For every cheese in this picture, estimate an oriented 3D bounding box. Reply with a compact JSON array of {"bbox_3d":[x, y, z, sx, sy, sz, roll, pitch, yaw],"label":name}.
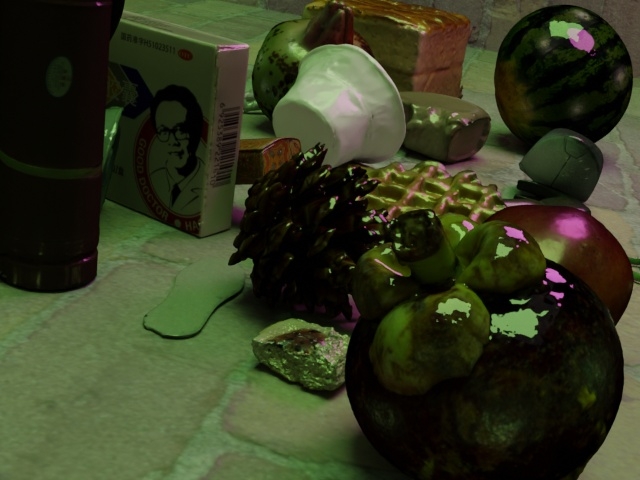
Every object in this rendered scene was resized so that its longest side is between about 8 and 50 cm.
[{"bbox_3d":[0.179,-0.195,1.576,0.202,0.091,0.175,18,22,28],"label":"cheese"}]

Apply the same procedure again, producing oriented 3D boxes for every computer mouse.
[{"bbox_3d":[0.343,-0.096,1.361,0.113,0.068,0.229,33,-7,10],"label":"computer mouse"}]

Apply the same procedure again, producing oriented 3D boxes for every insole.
[{"bbox_3d":[-0.113,0.050,0.884,0.065,0.004,0.197,12,20,6],"label":"insole"}]

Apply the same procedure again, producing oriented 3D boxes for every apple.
[{"bbox_3d":[0.200,0.041,0.854,0.156,0.147,0.158,34,24,4],"label":"apple"}]

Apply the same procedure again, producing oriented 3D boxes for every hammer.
[{"bbox_3d":[0.143,-0.050,1.223,0.440,0.044,0.168,4,21,-15],"label":"hammer"}]

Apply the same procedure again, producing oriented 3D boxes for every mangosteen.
[{"bbox_3d":[0.102,0.063,0.634,0.192,0.217,0.192,-14,30,9],"label":"mangosteen"}]

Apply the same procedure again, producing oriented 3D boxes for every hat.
[{"bbox_3d":[0.012,-0.176,1.362,0.203,0.203,0.126,21,41,30],"label":"hat"}]

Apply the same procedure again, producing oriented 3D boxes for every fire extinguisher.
[{"bbox_3d":[-0.249,-0.131,0.825,0.141,0.341,0.105,5,19,-6],"label":"fire extinguisher"}]

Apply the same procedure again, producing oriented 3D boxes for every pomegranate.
[{"bbox_3d":[0.002,-0.294,1.530,0.214,0.248,0.214,10,49,-12],"label":"pomegranate"}]

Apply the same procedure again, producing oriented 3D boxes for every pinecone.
[{"bbox_3d":[0.000,0.000,0.876,0.173,0.173,0.173,8,20,-3],"label":"pinecone"}]

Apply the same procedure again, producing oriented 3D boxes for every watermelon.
[{"bbox_3d":[0.435,-0.290,1.697,0.269,0.269,0.269,8,20,-3],"label":"watermelon"}]

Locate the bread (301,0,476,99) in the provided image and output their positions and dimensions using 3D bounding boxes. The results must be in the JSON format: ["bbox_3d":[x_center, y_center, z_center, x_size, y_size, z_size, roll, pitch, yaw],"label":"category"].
[{"bbox_3d":[0.119,-0.356,1.822,0.279,0.207,0.279,21,24,25],"label":"bread"}]

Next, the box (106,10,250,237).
[{"bbox_3d":[-0.244,-0.159,1.099,0.353,0.214,0.069,20,24,29],"label":"box"}]

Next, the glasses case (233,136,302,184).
[{"bbox_3d":[-0.129,-0.094,1.121,0.218,0.049,0.075,1,11,36],"label":"glasses case"}]

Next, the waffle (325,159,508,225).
[{"bbox_3d":[0.089,-0.016,1.052,0.300,0.058,0.281,4,28,-1],"label":"waffle"}]

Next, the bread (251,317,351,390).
[{"bbox_3d":[-0.008,0.091,0.774,0.083,0.035,0.070,16,19,27],"label":"bread"}]

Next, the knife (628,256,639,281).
[{"bbox_3d":[0.381,0.057,1.074,0.054,0.015,0.212,9,20,-1],"label":"knife"}]

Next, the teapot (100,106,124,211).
[{"bbox_3d":[-0.332,-0.090,0.978,0.225,0.171,0.203,13,51,-8],"label":"teapot"}]

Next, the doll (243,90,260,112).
[{"bbox_3d":[-0.034,-0.271,1.693,0.227,0.057,0.114,-7,17,-8],"label":"doll"}]
